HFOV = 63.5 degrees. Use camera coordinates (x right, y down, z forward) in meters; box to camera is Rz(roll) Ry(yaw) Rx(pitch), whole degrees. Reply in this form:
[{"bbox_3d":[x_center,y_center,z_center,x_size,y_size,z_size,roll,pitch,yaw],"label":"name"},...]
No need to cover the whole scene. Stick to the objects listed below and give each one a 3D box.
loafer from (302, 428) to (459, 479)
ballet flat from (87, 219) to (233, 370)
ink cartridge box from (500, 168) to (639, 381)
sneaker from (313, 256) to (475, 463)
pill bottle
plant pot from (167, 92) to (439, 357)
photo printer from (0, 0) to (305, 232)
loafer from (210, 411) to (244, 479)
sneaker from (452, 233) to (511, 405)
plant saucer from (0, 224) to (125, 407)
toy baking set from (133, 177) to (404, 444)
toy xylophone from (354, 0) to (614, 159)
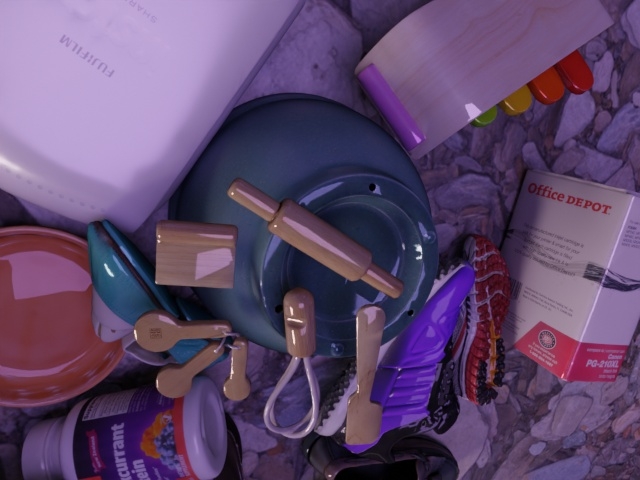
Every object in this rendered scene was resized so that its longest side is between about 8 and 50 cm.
[{"bbox_3d":[0.101,0.333,0.742,0.267,0.084,0.096,20,98,-25],"label":"loafer"},{"bbox_3d":[-0.174,0.079,0.523,0.087,0.083,0.247,-37,142,-6],"label":"ballet flat"},{"bbox_3d":[0.330,0.040,0.688,0.100,0.172,0.237,8,103,-24],"label":"ink cartridge box"},{"bbox_3d":[0.128,0.163,0.665,0.146,0.102,0.293,35,100,2],"label":"sneaker"},{"bbox_3d":[-0.209,0.218,0.562,0.193,0.108,0.108,-12,111,3],"label":"pill bottle"},{"bbox_3d":[0.000,0.000,0.539,0.293,0.196,0.293,-6,108,-19],"label":"plant pot"},{"bbox_3d":[-0.197,-0.174,0.459,0.256,0.107,0.307,35,92,-26],"label":"photo printer"},{"bbox_3d":[-0.126,0.313,0.654,0.080,0.078,0.220,-15,111,-16],"label":"loafer"},{"bbox_3d":[0.196,0.102,0.707,0.088,0.092,0.225,12,85,-42],"label":"sneaker"},{"bbox_3d":[-0.299,0.077,0.539,0.200,0.037,0.200,-6,109,-19],"label":"plant saucer"},{"bbox_3d":[-0.030,0.072,0.431,0.256,0.030,0.197,28,106,-16],"label":"toy baking set"},{"bbox_3d":[0.176,-0.240,0.553,0.322,0.081,0.236,-26,87,-22],"label":"toy xylophone"}]
